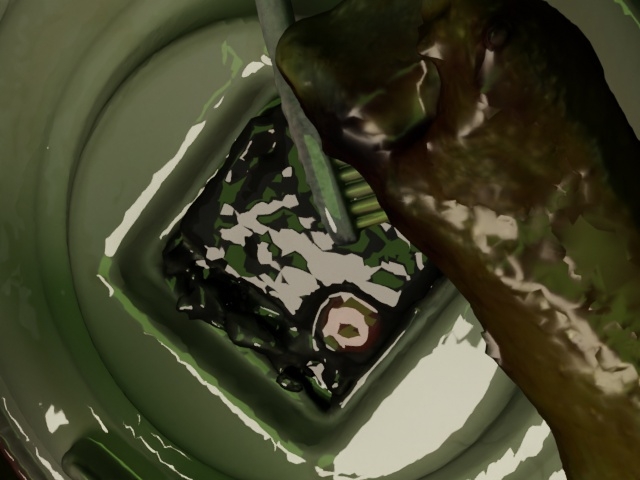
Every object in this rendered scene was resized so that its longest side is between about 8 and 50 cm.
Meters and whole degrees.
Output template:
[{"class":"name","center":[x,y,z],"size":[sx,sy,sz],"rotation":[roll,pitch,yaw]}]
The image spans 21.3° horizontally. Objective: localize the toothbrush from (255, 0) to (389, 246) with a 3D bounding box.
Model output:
[{"class":"toothbrush","center":[-0.029,-0.181,0.548],"size":[0.037,0.028,0.375],"rotation":[-15,83,11]}]

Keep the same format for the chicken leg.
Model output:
[{"class":"chicken leg","center":[0.135,0.080,0.459],"size":[0.361,0.140,0.211],"rotation":[51,156,-21]}]

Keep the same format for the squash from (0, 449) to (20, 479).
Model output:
[{"class":"squash","center":[-0.205,0.125,0.652],"size":[0.123,0.186,0.123],"rotation":[4,99,23]}]

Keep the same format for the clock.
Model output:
[{"class":"clock","center":[0.000,0.000,0.601],"size":[0.318,0.080,0.319],"rotation":[5,105,19]}]
